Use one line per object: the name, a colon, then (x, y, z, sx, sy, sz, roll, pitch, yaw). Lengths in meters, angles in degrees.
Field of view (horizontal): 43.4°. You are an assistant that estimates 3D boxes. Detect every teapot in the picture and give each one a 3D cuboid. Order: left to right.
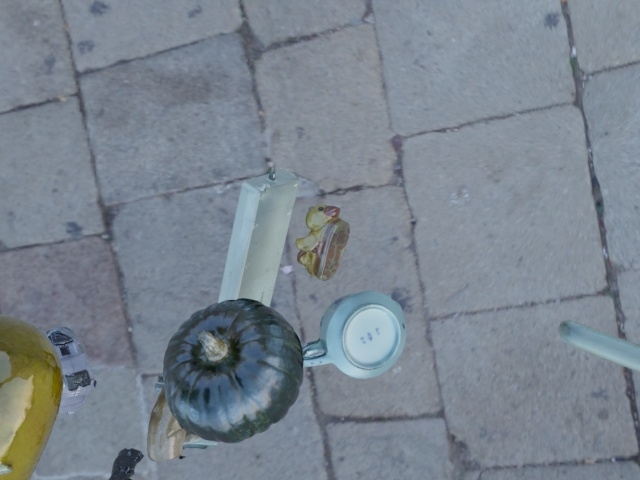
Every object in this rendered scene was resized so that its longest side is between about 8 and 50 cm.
teapot: (0.060, 0.168, 1.484, 0.232, 0.159, 0.159, -29, 85, -19)

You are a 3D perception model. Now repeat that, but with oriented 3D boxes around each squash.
squash: (-0.129, 0.189, 1.178, 0.218, 0.172, 0.218, 1, 71, -3)

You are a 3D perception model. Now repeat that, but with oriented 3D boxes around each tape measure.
tape measure: (-0.613, 0.303, 1.917, 0.197, 0.120, 0.236, 65, 149, 21)

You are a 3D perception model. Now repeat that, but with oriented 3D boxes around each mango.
mango: (-0.452, 0.254, 0.929, 0.445, 0.221, 0.301, -44, 41, 26)

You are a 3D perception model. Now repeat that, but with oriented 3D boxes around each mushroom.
mushroom: (-0.252, 0.320, 1.604, 0.156, 0.286, 0.151, -10, 98, 33)

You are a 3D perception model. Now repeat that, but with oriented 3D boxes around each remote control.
remote control: (0.476, 0.176, 1.095, 0.310, 0.090, 0.038, 21, 90, 15)

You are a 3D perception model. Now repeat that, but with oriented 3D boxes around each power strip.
power strip: (-0.112, 0.036, 1.352, 0.043, 0.106, 0.367, 32, 124, 27)

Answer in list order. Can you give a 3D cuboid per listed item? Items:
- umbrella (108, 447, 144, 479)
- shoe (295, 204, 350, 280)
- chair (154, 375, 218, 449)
umbrella: (-0.517, 0.620, 2.016, 0.066, 0.235, 0.059, -19, 118, 26)
shoe: (-0.002, 0.003, 1.203, 0.069, 0.072, 0.109, 25, 129, 36)
chair: (-0.255, 0.394, 1.894, 0.275, 0.203, 0.190, 7, 71, -15)
